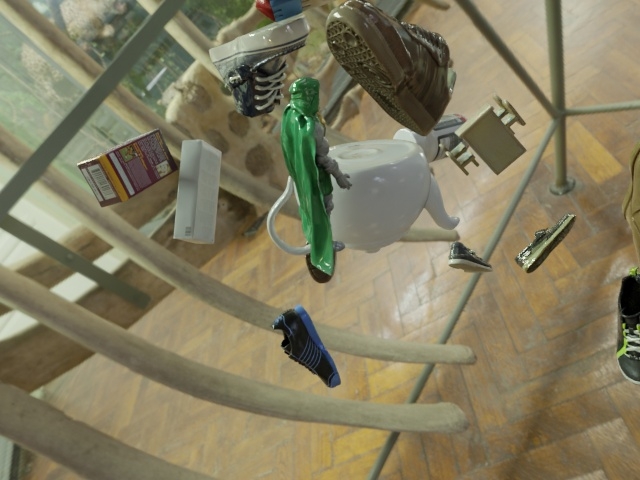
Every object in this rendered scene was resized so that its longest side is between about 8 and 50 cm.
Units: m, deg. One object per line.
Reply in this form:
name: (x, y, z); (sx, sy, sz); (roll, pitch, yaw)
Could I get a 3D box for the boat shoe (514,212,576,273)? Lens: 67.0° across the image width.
boat shoe: (0.469, -0.002, 1.015); (0.152, 0.056, 0.049); (-50, 54, 7)

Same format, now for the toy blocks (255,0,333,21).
toy blocks: (0.008, -0.441, 0.656); (0.261, 0.190, 0.381); (-19, -1, 1)

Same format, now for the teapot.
teapot: (0.073, -0.064, 0.860); (0.256, 0.186, 0.253); (13, 31, 42)

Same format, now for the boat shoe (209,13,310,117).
boat shoe: (-0.102, -0.332, 0.952); (0.127, 0.158, 0.341); (-31, 26, -19)

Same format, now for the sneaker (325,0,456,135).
sneaker: (0.067, -0.155, 0.406); (0.066, 0.188, 0.071); (35, 96, 26)

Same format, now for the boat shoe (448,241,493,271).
boat shoe: (0.401, 0.047, 1.280); (0.075, 0.206, 0.064); (-9, 74, 39)

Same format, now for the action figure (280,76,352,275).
action figure: (-0.007, -0.085, 0.587); (0.064, 0.232, 0.137); (-20, 45, -13)

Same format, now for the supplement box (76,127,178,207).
supplement box: (-0.416, -0.162, 1.063); (0.081, 0.104, 0.188); (-9, 25, 28)

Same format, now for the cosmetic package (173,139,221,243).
cosmetic package: (-0.298, -0.115, 1.180); (0.061, 0.099, 0.238); (1, 82, 19)

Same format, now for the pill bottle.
pill bottle: (0.420, -0.378, 1.823); (0.283, 0.161, 0.161); (-19, 19, -29)

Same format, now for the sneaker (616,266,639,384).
sneaker: (0.632, 0.172, 0.983); (0.084, 0.097, 0.234); (-7, 73, 55)

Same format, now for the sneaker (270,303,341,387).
sneaker: (-0.036, 0.269, 1.161); (0.091, 0.232, 0.081); (-30, 11, -15)

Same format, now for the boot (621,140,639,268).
boot: (0.598, -0.021, 0.826); (0.089, 0.236, 0.269); (-3, 48, 21)

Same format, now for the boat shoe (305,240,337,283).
boat shoe: (0.008, -0.001, 1.411); (0.095, 0.095, 0.257); (-8, 80, 18)

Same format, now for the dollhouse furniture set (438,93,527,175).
dollhouse furniture set: (0.441, -0.307, 1.350); (0.212, 0.161, 0.242); (-43, 22, 17)
